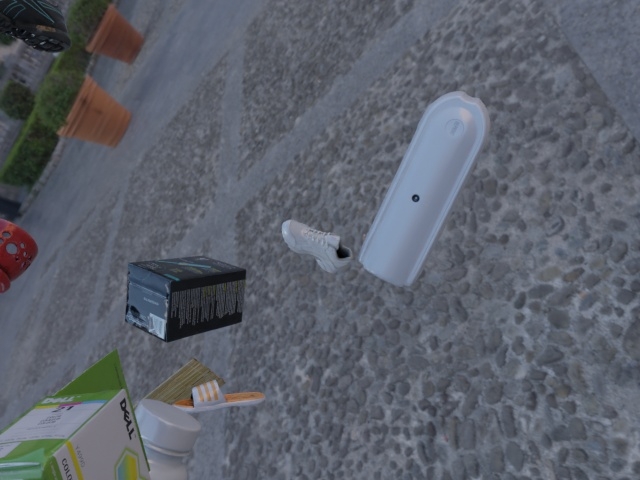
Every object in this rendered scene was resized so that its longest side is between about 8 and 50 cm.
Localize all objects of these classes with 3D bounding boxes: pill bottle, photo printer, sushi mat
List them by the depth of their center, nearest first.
[{"bbox_3d":[-0.273,0.363,0.758,0.131,0.131,0.230,12,73,55],"label":"pill bottle"},{"bbox_3d":[0.178,-0.092,0.857,0.308,0.107,0.256,-66,-8,10],"label":"photo printer"},{"bbox_3d":[-0.454,0.490,1.569,0.316,0.151,0.019,-39,31,1],"label":"sushi mat"}]

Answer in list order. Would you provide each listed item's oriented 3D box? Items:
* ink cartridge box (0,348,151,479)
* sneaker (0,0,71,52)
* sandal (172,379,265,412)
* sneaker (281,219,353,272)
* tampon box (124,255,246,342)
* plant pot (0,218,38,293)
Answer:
[{"bbox_3d":[-0.224,0.243,0.546,0.096,0.189,0.255,-9,11,11],"label":"ink cartridge box"},{"bbox_3d":[-0.658,-0.484,1.081,0.101,0.267,0.106,-5,87,28],"label":"sneaker"},{"bbox_3d":[-0.287,0.433,1.467,0.102,0.265,0.076,173,97,-64],"label":"sandal"},{"bbox_3d":[0.000,0.000,1.444,0.115,0.232,0.091,-28,41,44],"label":"sneaker"},{"bbox_3d":[-0.227,0.092,0.875,0.120,0.161,0.102,14,102,36],"label":"tampon box"},{"bbox_3d":[-0.986,0.055,1.549,0.191,0.191,0.174,-31,31,37],"label":"plant pot"}]
